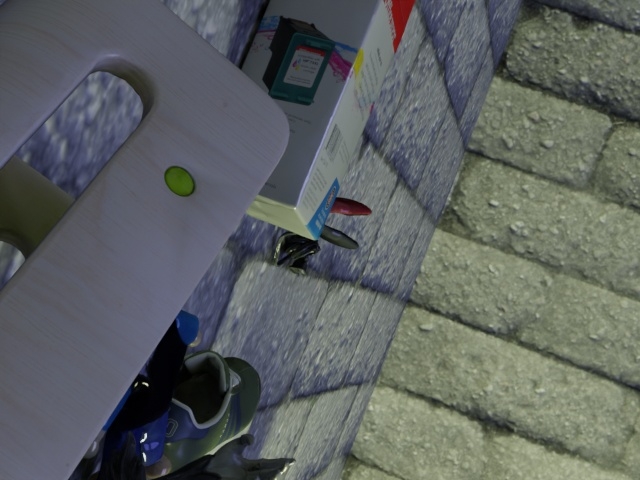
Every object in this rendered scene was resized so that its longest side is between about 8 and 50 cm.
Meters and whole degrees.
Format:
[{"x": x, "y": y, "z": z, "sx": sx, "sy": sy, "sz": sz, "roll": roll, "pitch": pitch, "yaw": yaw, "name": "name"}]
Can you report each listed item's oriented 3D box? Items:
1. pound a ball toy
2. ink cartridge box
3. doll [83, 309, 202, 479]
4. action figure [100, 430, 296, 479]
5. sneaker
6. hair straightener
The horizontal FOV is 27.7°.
[{"x": -0.165, "y": 0.062, "z": 0.419, "sx": 0.208, "sy": 0.136, "sz": 0.319, "roll": -44, "pitch": -169, "yaw": 44, "name": "pound a ball toy"}, {"x": 0.000, "y": -0.128, "z": 0.952, "sx": 0.134, "sy": 0.078, "sz": 0.231, "roll": 57, "pitch": 54, "yaw": -78, "name": "ink cartridge box"}, {"x": -0.122, "y": 0.101, "z": 0.855, "sx": 0.129, "sy": 0.046, "sz": 0.189, "roll": -45, "pitch": 155, "yaw": -46, "name": "doll"}, {"x": -0.067, "y": 0.212, "z": 0.857, "sx": 0.275, "sy": 0.141, "sz": 0.164, "roll": 63, "pitch": 13, "yaw": -69, "name": "action figure"}, {"x": -0.087, "y": 0.122, "z": 1.028, "sx": 0.192, "sy": 0.064, "sz": 0.086, "roll": -43, "pitch": 157, "yaw": -61, "name": "sneaker"}, {"x": 0.000, "y": 0.000, "z": 1.296, "sx": 0.230, "sy": 0.047, "sz": 0.089, "roll": -7, "pitch": 117, "yaw": -78, "name": "hair straightener"}]
